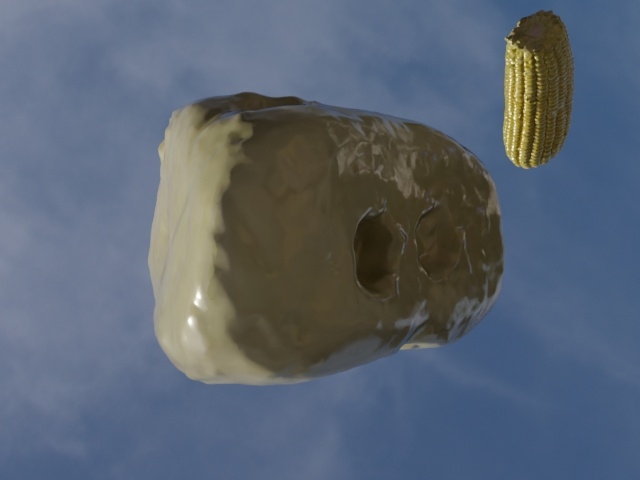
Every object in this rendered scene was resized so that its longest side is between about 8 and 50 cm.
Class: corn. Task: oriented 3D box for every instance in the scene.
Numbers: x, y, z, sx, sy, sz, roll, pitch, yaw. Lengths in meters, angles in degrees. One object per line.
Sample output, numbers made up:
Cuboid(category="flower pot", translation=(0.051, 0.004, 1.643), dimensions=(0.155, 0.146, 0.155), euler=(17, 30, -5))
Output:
Cuboid(category="corn", translation=(0.213, -0.146, 1.161), dimensions=(0.085, 0.165, 0.063), euler=(-32, -127, -13))

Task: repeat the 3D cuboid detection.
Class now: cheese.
Cuboid(category="cheese", translation=(0.000, -0.002, 0.749), dimensions=(0.251, 0.248, 0.173), euler=(7, -81, 2))
